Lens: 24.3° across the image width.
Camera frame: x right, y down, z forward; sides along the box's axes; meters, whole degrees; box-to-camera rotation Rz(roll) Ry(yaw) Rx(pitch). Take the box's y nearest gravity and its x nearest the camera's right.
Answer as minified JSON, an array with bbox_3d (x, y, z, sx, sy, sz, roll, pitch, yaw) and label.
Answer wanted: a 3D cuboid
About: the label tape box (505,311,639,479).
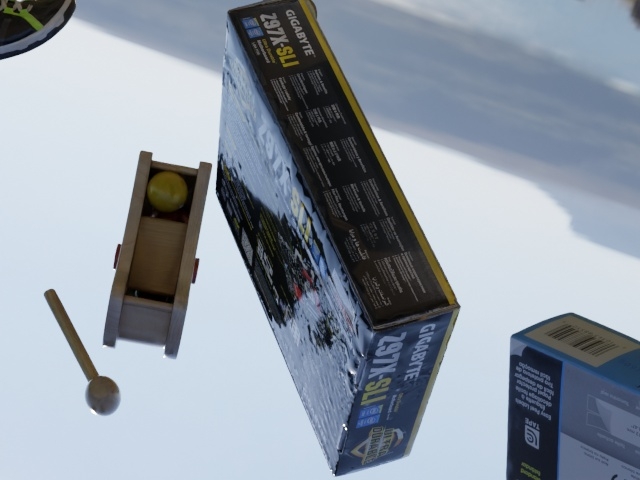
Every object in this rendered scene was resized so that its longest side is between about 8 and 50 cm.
[{"bbox_3d":[0.336,0.288,1.713,0.115,0.347,0.249,-15,-155,-36],"label":"label tape box"}]

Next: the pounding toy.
[{"bbox_3d":[-0.205,0.038,1.520,0.155,0.269,0.154,11,164,-5],"label":"pounding toy"}]

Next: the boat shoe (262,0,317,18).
[{"bbox_3d":[-0.076,-0.203,1.811,0.080,0.223,0.073,19,177,42],"label":"boat shoe"}]

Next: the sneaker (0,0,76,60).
[{"bbox_3d":[-0.441,-0.290,1.967,0.235,0.097,0.084,-21,-151,4],"label":"sneaker"}]

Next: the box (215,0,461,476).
[{"bbox_3d":[0.000,0.000,1.240,0.079,0.257,0.322,-14,-121,-18],"label":"box"}]
